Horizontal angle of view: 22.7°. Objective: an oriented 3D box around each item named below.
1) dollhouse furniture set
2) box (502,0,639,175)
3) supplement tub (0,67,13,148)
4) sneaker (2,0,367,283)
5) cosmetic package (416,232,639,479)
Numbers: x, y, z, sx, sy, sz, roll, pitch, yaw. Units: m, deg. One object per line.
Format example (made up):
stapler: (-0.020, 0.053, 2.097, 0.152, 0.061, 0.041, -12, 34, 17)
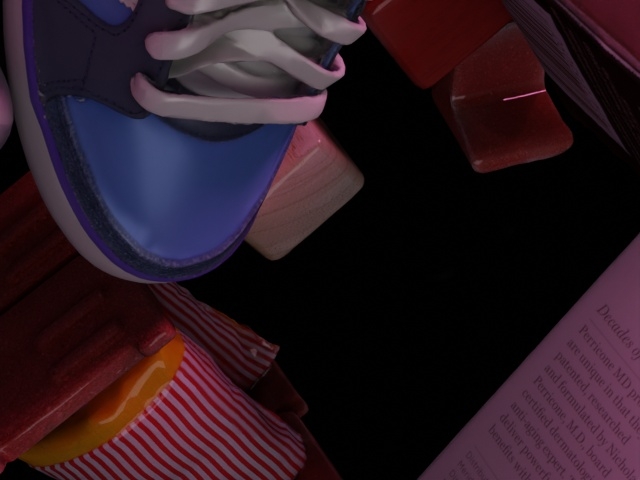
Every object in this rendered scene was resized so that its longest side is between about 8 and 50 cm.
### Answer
dollhouse furniture set: (0.000, 0.000, 0.805, 0.374, 0.152, 0.201, -39, 136, 6)
box: (0.193, -0.126, 0.675, 0.203, 0.167, 0.168, -40, 138, 3)
supplement tub: (-0.291, -0.024, 0.590, 0.316, 0.193, 0.193, -37, 136, 3)
sneaker: (-0.007, -0.120, 0.572, 0.130, 0.236, 0.322, 1, 102, -35)
cosmetic package: (0.282, 0.106, 1.052, 0.230, 0.161, 0.453, 26, 112, -41)
